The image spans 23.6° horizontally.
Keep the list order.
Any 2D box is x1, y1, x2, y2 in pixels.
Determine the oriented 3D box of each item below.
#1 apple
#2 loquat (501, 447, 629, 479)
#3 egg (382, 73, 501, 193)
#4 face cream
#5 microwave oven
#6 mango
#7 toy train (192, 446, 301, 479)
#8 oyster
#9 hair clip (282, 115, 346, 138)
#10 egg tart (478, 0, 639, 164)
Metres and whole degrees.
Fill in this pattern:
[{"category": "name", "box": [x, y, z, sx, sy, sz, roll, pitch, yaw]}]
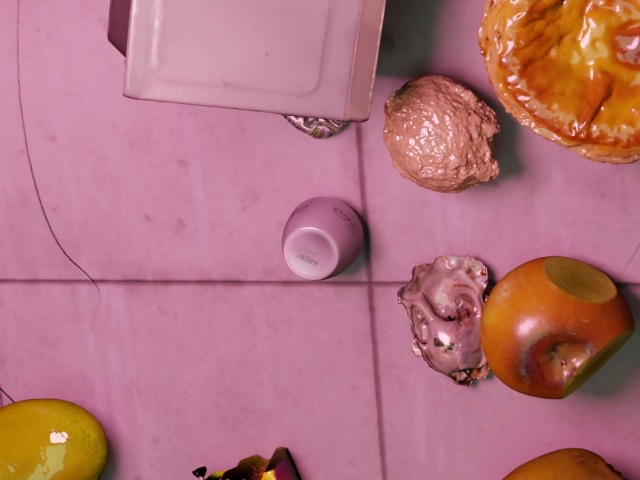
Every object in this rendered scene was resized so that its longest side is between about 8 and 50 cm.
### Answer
[{"category": "apple", "box": [0.257, 0.103, 1.692, 0.163, 0.147, 0.146, 24, 114, 3]}, {"category": "loquat", "box": [0.264, 0.356, 1.735, 0.213, 0.213, 0.246, 42, 88, -3]}, {"category": "egg", "box": [0.131, -0.114, 1.665, 0.140, 0.116, 0.118, 54, 141, -7]}, {"category": "face cream", "box": [0.000, 0.000, 1.749, 0.091, 0.095, 0.091, 4, 109, 12]}, {"category": "microwave oven", "box": [-0.063, -0.328, 1.565, 0.286, 0.218, 0.354, 4, 111, -7]}, {"category": "mango", "box": [-0.382, 0.304, 1.926, 0.185, 0.149, 0.273, 32, 108, 9]}, {"category": "toy train", "box": [-0.061, 0.405, 1.894, 0.161, 0.100, 0.296, -19, 100, 14]}, {"category": "oyster", "box": [0.146, 0.097, 1.770, 0.108, 0.053, 0.165, -8, 100, -2]}, {"category": "hair clip", "box": [-0.067, -0.194, 1.730, 0.229, 0.036, 0.066, 35, 116, -6]}, {"category": "egg tart", "box": [0.312, -0.222, 1.583, 0.295, 0.116, 0.294, 4, 107, 13]}]
